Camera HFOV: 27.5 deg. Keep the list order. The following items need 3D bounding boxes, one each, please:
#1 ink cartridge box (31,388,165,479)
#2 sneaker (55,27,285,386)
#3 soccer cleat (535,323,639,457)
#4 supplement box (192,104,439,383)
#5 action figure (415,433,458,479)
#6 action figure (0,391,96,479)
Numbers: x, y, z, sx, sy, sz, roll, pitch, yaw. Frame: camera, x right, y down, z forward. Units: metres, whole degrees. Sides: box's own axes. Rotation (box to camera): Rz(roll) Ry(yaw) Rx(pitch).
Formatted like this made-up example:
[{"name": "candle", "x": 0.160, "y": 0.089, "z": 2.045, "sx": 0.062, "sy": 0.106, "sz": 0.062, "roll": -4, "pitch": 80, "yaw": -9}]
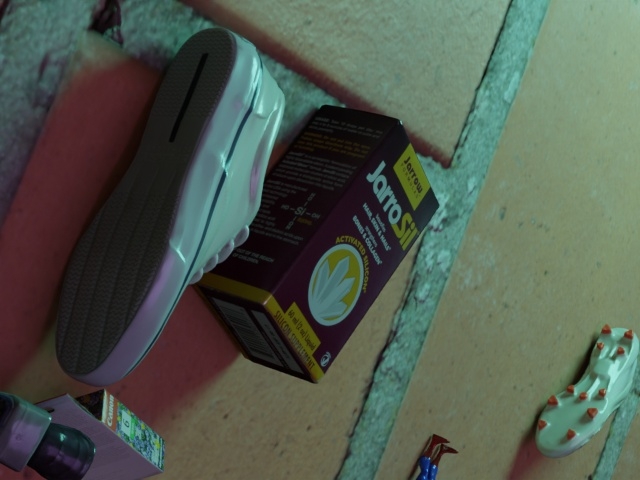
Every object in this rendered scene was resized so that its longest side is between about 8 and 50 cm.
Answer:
[{"name": "ink cartridge box", "x": -0.159, "y": 0.126, "z": 0.871, "sx": 0.115, "sy": 0.063, "sz": 0.029, "roll": 52, "pitch": 27, "yaw": -45}, {"name": "sneaker", "x": -0.088, "y": -0.014, "z": 0.884, "sx": 0.091, "sy": 0.094, "sz": 0.258, "roll": 37, "pitch": 73, "yaw": -45}, {"name": "soccer cleat", "x": 0.301, "y": 0.177, "z": 1.445, "sx": 0.196, "sy": 0.068, "sz": 0.076, "roll": -48, "pitch": 138, "yaw": -33}, {"name": "supplement box", "x": 0.000, "y": 0.000, "z": 1.005, "sx": 0.188, "sy": 0.081, "sz": 0.104, "roll": -54, "pitch": 137, "yaw": -24}, {"name": "action figure", "x": 0.094, "y": 0.242, "z": 1.248, "sx": 0.115, "sy": 0.030, "sz": 0.038, "roll": -57, "pitch": 144, "yaw": -17}, {"name": "action figure", "x": -0.262, "y": 0.081, "z": 0.712, "sx": 0.185, "sy": 0.099, "sz": 0.285, "roll": -54, "pitch": 130, "yaw": -12}]
